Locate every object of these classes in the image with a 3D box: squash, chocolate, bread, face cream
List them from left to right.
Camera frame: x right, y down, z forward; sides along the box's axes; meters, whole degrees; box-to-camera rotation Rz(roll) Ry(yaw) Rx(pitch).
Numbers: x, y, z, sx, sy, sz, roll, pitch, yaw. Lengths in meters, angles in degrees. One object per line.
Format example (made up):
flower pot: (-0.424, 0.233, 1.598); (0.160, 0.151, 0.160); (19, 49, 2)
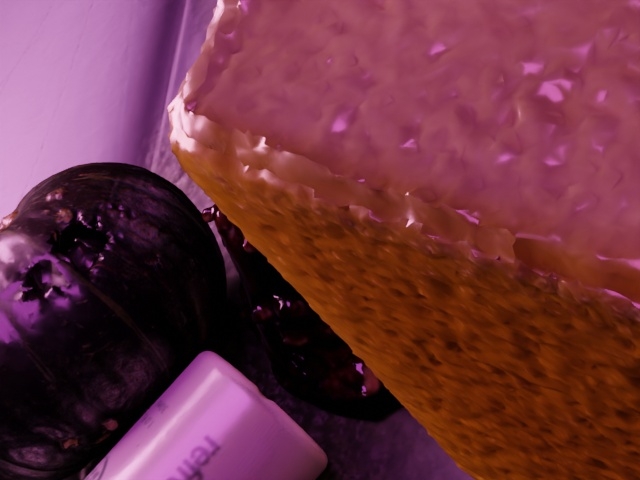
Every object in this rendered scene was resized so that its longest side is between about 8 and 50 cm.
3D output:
face cream: (-0.130, 0.197, 0.751); (0.311, 0.092, 0.092); (-47, 46, -7)
squash: (-0.142, 0.046, 0.829); (0.193, 0.156, 0.193); (-42, 31, 33)
chocolate: (0.000, 0.000, 0.792); (0.156, 0.133, 0.156); (-18, 49, 23)
bread: (0.143, 0.027, 0.546); (0.323, 0.333, 0.143); (19, 70, 37)
